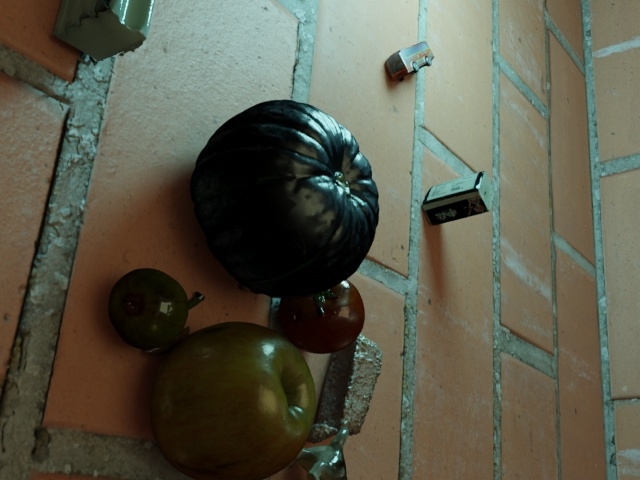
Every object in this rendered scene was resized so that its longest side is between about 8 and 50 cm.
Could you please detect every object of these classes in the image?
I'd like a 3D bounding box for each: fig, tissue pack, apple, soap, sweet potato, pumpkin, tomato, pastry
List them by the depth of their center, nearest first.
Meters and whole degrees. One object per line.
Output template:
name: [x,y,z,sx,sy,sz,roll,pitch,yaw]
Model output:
soap: [-0.323,-0.414,1.204,0.094,0.150,0.261,26,61,-44]
apple: [-0.127,0.254,1.213,0.264,0.264,0.264,19,66,-50]
fig: [-0.250,0.105,1.229,0.236,0.124,0.124,3,77,-78]
sweet potato: [-0.249,0.166,1.250,0.095,0.034,0.034,-24,100,-43]
pumpkin: [-0.055,-0.076,1.384,0.363,0.266,0.363,25,57,-46]
tomato: [0.006,0.144,1.512,0.167,0.167,0.167,19,66,-50]
pastry: [0.053,0.308,1.563,0.112,0.103,0.265,40,55,-19]
tissue pack: [0.367,-0.111,2.048,0.090,0.170,0.103,59,38,-25]

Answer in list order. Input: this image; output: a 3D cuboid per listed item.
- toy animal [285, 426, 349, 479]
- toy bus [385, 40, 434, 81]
toy animal: [0.008,0.483,1.429,0.168,0.121,0.233,-17,104,-39]
toy bus: [0.241,-0.484,2.074,0.192,0.065,0.077,-37,100,-52]
